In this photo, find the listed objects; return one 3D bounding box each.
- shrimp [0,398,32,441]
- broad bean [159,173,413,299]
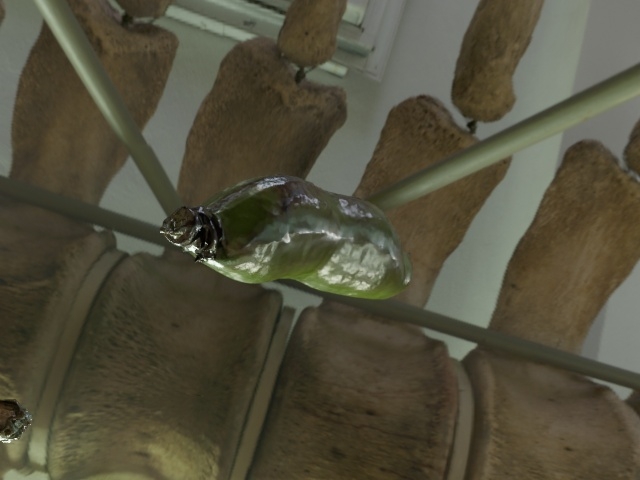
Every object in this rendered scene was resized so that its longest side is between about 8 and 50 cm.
[{"bbox_3d":[-0.323,0.211,0.635,0.166,0.049,0.161,-23,-137,-12],"label":"shrimp"},{"bbox_3d":[0.000,0.000,0.545,0.061,0.339,0.077,14,-89,36],"label":"broad bean"}]
